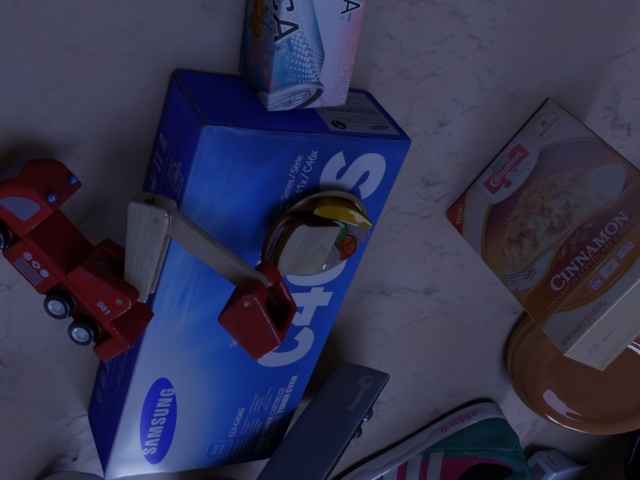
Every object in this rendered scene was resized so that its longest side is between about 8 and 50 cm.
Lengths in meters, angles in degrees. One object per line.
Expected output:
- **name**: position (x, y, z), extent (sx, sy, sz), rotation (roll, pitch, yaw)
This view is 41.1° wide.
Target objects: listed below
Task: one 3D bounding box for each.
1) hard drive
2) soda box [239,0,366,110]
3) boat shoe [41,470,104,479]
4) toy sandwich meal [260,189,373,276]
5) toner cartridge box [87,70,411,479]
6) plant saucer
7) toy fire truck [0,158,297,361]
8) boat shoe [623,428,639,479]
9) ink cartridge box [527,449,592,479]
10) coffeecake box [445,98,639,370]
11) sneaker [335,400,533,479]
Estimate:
- **hard drive**: position (-0.030, 0.234, 0.786), extent (0.254, 0.054, 0.172), rotation (-54, 170, -22)
- **soda box**: position (-0.006, -0.176, 0.541), extent (0.063, 0.058, 0.183), rotation (-8, 131, -24)
- **boat shoe**: position (-0.253, 0.324, 0.805), extent (0.102, 0.108, 0.301), rotation (17, 120, -39)
- **toy sandwich meal**: position (0.000, 0.000, 0.609), extent (0.086, 0.029, 0.085), rotation (-16, 134, -17)
- **toner cartridge box**: position (-0.070, 0.043, 0.684), extent (0.165, 0.075, 0.347), rotation (1, 127, -29)
- **plant saucer**: position (0.306, 0.144, 0.939), extent (0.200, 0.037, 0.199), rotation (6, 124, 9)
- **toy fire truck**: position (-0.122, 0.013, 0.561), extent (0.135, 0.047, 0.192), rotation (-31, 107, 26)
- **boat shoe**: position (0.574, 0.188, 1.110), extent (0.156, 0.186, 0.500), rotation (-1, 133, -37)
- **ink cartridge box**: position (0.301, 0.353, 1.212), extent (0.145, 0.045, 0.179), rotation (-50, 152, 16)
- **coffeecake box**: position (0.215, -0.009, 0.723), extent (0.068, 0.185, 0.142), rotation (24, 113, -42)
- **sneaker**: position (0.124, 0.331, 0.975), extent (0.296, 0.178, 0.123), rotation (-33, 137, 0)
